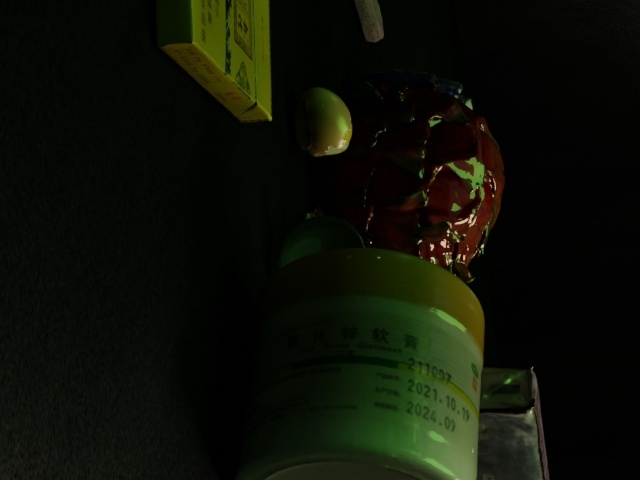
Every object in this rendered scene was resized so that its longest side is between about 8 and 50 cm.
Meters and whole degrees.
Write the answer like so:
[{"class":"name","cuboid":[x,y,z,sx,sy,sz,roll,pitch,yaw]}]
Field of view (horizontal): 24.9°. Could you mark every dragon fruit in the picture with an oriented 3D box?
[{"class":"dragon fruit","cuboid":[0.119,-0.062,1.892,0.244,0.244,0.299,32,55,-75]}]

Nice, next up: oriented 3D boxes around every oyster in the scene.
[{"class":"oyster","cuboid":[0.001,0.000,1.796,0.132,0.029,0.086,-69,153,-66]}]

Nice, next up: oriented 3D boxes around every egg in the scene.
[{"class":"egg","cuboid":[0.002,-0.143,1.747,0.071,0.071,0.083,-44,127,-74]}]

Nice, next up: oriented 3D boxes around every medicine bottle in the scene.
[{"class":"medicine bottle","cuboid":[0.042,0.163,1.441,0.238,0.238,0.232,71,20,-50]}]

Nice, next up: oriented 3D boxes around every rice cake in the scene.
[{"class":"rice cake","cuboid":[0.062,-0.375,2.177,0.207,0.036,0.047,68,12,-55]}]

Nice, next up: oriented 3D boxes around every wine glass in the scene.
[{"class":"wine glass","cuboid":[0.019,0.051,1.699,0.231,0.103,0.103,62,27,-72]}]

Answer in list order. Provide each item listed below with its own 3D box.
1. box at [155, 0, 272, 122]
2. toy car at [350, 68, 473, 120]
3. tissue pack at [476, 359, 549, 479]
[{"class":"box","cuboid":[-0.098,-0.219,1.384,0.279,0.041,0.153,36,50,-74]},{"class":"toy car","cuboid":[0.125,-0.125,2.138,0.235,0.172,0.158,79,30,-41]},{"class":"tissue pack","cuboid":[0.202,0.324,2.095,0.122,0.259,0.361,-75,160,-46]}]
